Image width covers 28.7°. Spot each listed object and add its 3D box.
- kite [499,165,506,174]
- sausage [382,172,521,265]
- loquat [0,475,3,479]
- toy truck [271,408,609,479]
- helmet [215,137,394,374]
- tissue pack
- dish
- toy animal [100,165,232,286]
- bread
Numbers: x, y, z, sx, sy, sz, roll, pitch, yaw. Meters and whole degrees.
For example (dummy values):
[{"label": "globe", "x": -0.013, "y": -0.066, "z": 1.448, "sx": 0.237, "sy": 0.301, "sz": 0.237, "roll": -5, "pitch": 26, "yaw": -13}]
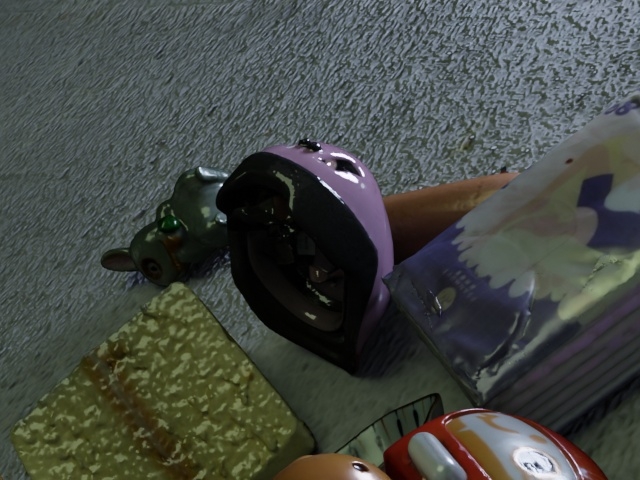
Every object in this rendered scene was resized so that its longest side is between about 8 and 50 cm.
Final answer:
[{"label": "kite", "x": 0.204, "y": -0.054, "z": 1.412, "sx": 0.122, "sy": 0.004, "sz": 0.090, "roll": -22, "pitch": 36, "yaw": 23}, {"label": "sausage", "x": 0.110, "y": -0.013, "z": 1.380, "sx": 0.289, "sy": 0.086, "sz": 0.086, "roll": -10, "pitch": 41, "yaw": 35}, {"label": "loquat", "x": -0.422, "y": 0.332, "z": 1.362, "sx": 0.213, "sy": 0.213, "sz": 0.246, "roll": -47, "pitch": 33, "yaw": -15}, {"label": "toy truck", "x": 0.087, "y": 0.221, "z": 0.960, "sx": 0.265, "sy": 0.239, "sz": 0.189, "roll": -38, "pitch": 31, "yaw": -3}, {"label": "helmet", "x": 0.000, "y": 0.000, "z": 1.311, "sx": 0.198, "sy": 0.253, "sz": 0.154, "roll": 24, "pitch": 65, "yaw": 38}, {"label": "tissue pack", "x": 0.251, "y": 0.016, "z": 1.166, "sx": 0.343, "sy": 0.125, "sz": 0.242, "roll": -36, "pitch": 31, "yaw": 0}, {"label": "dish", "x": 0.052, "y": 0.221, "z": 1.129, "sx": 0.190, "sy": 0.066, "sz": 0.191, "roll": -37, "pitch": 3, "yaw": 2}, {"label": "toy animal", "x": -0.186, "y": 0.001, "z": 1.661, "sx": 0.236, "sy": 0.138, "sz": 0.108, "roll": -45, "pitch": 66, "yaw": 34}, {"label": "bread", "x": -0.152, "y": 0.231, "z": 1.342, "sx": 0.263, "sy": 0.198, "sz": 0.236, "roll": -42, "pitch": 66, "yaw": -3}]
